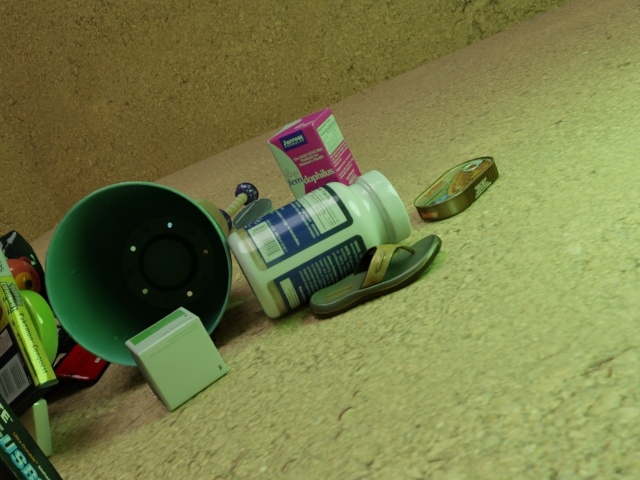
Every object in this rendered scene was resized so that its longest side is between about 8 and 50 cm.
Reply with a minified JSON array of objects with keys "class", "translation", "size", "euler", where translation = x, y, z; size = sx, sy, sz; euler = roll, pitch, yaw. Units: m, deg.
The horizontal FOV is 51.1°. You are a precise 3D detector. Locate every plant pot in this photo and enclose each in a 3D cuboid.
[{"class":"plant pot","translation":[-0.287,0.046,1.162],"size":[0.293,0.292,0.235],"euler":[-27,4,1]}]

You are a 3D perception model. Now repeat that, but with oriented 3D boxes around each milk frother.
[{"class":"milk frother","translation":[-0.065,0.002,1.182],"size":[0.143,0.134,0.129],"euler":[-23,31,19]}]

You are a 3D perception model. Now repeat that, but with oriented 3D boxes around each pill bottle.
[{"class":"pill bottle","translation":[0.000,0.000,1.067],"size":[0.265,0.153,0.153],"euler":[-27,17,-8]}]

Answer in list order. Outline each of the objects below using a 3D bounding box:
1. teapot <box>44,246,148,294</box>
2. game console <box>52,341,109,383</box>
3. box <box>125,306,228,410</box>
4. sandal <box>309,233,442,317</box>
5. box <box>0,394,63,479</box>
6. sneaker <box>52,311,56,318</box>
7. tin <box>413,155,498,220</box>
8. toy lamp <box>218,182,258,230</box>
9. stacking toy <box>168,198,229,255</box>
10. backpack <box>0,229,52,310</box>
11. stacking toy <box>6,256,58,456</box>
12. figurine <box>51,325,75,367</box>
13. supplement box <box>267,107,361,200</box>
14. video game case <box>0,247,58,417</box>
[{"class":"teapot","translation":[-0.478,0.098,1.464],"size":[0.253,0.186,0.256],"euler":[-2,-4,12]},{"class":"game console","translation":[-0.455,0.249,1.249],"size":[0.124,0.085,0.144],"euler":[6,21,1]},{"class":"box","translation":[-0.208,0.169,0.968],"size":[0.101,0.101,0.087],"euler":[-33,20,-22]},{"class":"sandal","translation":[0.077,0.042,0.990],"size":[0.220,0.060,0.090],"euler":[-25,17,7]},{"class":"box","translation":[-0.395,0.273,0.612],"size":[0.296,0.293,0.073],"euler":[-28,18,-1]},{"class":"sneaker","translation":[-0.643,0.147,1.745],"size":[0.126,0.091,0.240],"euler":[-38,9,32]},{"class":"tin","translation":[0.242,-0.093,1.186],"size":[0.106,0.040,0.190],"euler":[-1,31,48]},{"class":"toy lamp","translation":[-0.246,-0.078,1.791],"size":[0.080,0.080,0.274],"euler":[-20,17,22]},{"class":"stacking toy","translation":[-0.387,0.023,1.648],"size":[0.331,0.141,0.141],"euler":[-26,16,27]},{"class":"backpack","translation":[-0.756,0.186,1.435],"size":[0.356,0.273,0.290],"euler":[-27,-16,-29]},{"class":"stacking toy","translation":[-0.470,0.181,1.074],"size":[0.280,0.308,0.130],"euler":[8,11,34]},{"class":"figurine","translation":[-0.598,0.251,1.344],"size":[0.215,0.092,0.209],"euler":[-26,8,18]},{"class":"supplement box","translation":[0.003,-0.138,1.352],"size":[0.111,0.220,0.114],"euler":[-18,19,28]},{"class":"video game case","translation":[-0.511,0.159,0.999],"size":[0.275,0.248,0.035],"euler":[-38,-16,33]}]
